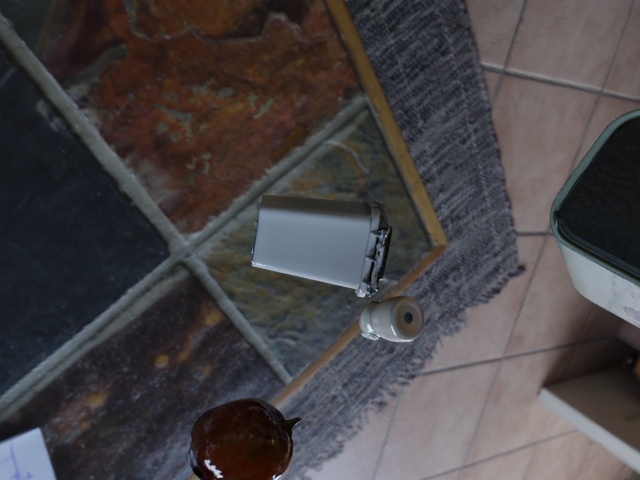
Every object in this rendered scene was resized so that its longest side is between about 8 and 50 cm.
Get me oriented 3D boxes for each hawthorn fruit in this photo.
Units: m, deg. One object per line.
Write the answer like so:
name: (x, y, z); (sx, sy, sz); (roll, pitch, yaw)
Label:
hawthorn fruit: (-0.154, 0.436, 1.439); (0.249, 0.215, 0.215); (-22, 129, -1)

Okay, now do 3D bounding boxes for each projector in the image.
projector: (0.520, -0.014, 1.029); (0.248, 0.248, 0.249); (-53, 145, -3)

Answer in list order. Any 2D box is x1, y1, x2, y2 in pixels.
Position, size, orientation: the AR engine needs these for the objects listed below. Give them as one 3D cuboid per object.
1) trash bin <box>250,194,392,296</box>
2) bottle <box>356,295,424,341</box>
trash bin: (0.000, 0.000, 1.852); (0.367, 0.296, 0.256); (9, 106, -6)
bottle: (0.217, 0.263, 2.239); (0.147, 0.236, 0.147); (6, 79, -33)
